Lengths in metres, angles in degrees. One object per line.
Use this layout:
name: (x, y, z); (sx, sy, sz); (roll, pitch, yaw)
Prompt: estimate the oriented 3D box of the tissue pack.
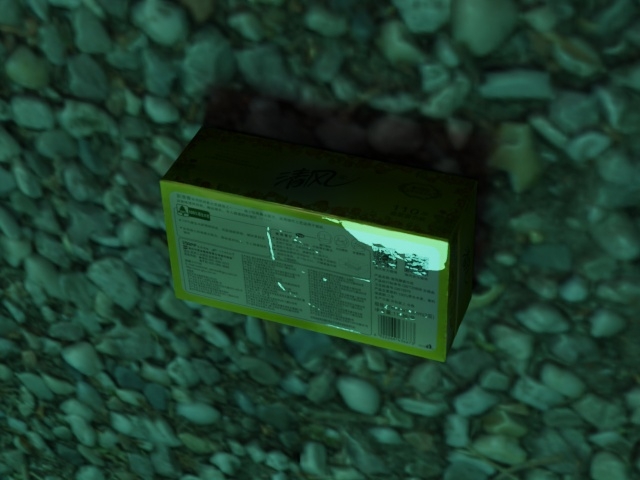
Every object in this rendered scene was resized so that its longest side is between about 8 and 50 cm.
tissue pack: (0.000, 0.000, 0.747); (0.176, 0.062, 0.095); (12, 133, 18)
